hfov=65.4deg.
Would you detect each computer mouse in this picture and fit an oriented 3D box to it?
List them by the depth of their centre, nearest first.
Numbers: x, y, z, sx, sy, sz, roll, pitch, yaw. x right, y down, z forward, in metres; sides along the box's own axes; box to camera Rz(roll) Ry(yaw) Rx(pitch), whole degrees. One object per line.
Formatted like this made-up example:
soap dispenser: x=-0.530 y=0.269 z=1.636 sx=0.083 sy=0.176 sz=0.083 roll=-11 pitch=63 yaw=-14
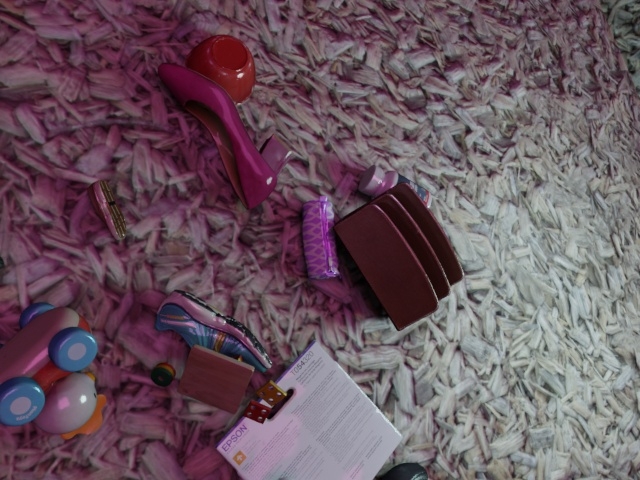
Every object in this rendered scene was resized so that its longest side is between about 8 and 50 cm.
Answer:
computer mouse: x=0.173 y=0.612 z=1.120 sx=0.262 sy=0.184 sz=0.060 roll=-38 pitch=116 yaw=-27

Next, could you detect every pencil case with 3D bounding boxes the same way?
pencil case: x=0.000 y=0.000 z=1.239 sx=0.087 sy=0.088 sz=0.205 roll=-5 pitch=79 yaw=-15

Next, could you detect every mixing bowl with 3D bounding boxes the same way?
mixing bowl: x=-0.235 y=-0.435 z=1.227 sx=0.182 sy=0.098 sz=0.181 roll=6 pitch=75 yaw=-23

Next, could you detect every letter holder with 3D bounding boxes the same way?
letter holder: x=0.207 y=0.028 z=1.236 sx=0.215 sy=0.152 sz=0.301 roll=-31 pitch=93 yaw=14

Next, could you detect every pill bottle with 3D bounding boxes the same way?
pill bottle: x=0.199 y=-0.126 z=1.349 sx=0.180 sy=0.108 sz=0.107 roll=27 pitch=68 yaw=-17

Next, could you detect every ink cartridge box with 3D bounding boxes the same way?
ink cartridge box: x=-0.020 y=0.457 z=1.137 sx=0.324 sy=0.071 sz=0.330 roll=-43 pitch=94 yaw=-26

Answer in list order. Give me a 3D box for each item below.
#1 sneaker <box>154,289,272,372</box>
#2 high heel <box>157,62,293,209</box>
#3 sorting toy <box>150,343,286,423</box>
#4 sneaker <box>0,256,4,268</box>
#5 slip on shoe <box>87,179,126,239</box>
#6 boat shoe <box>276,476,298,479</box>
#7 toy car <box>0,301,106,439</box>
sneaker: x=-0.231 y=0.214 z=1.094 sx=0.275 sy=0.107 sz=0.109 roll=33 pitch=86 yaw=-9
high heel: x=-0.253 y=-0.245 z=1.166 sx=0.377 sy=0.127 sz=0.181 roll=36 pitch=72 yaw=-9
sorting toy: x=-0.206 y=0.283 z=1.039 sx=0.275 sy=0.132 sz=0.046 roll=22 pitch=26 yaw=-2
sneaker: x=-0.747 y=0.002 z=0.888 sx=0.331 sy=0.122 sz=0.146 roll=29 pitch=74 yaw=-8
slip on shoe: x=-0.461 y=-0.062 z=1.071 sx=0.041 sy=0.051 sz=0.135 roll=-20 pitch=96 yaw=12
boat shoe: x=-0.094 y=0.635 z=0.993 sx=0.108 sy=0.102 sz=0.300 roll=18 pitch=90 yaw=-4
toy car: x=-0.479 y=0.266 z=0.928 sx=0.210 sy=0.219 sz=0.237 roll=-49 pitch=129 yaw=-26
